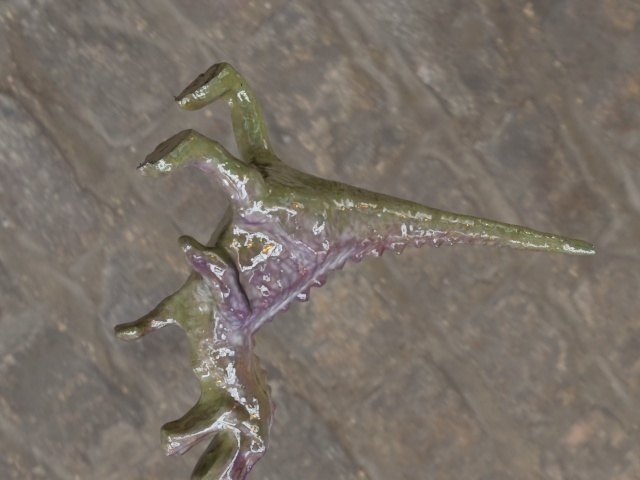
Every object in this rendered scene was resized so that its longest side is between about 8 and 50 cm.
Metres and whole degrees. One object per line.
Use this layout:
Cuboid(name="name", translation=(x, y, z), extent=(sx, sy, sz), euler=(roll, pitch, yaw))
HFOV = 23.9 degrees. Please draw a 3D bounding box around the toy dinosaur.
Cuboid(name="toy dinosaur", translation=(-0.003, 0.000, 0.780), extent=(0.251, 0.072, 0.200), euler=(-41, 109, -24))
